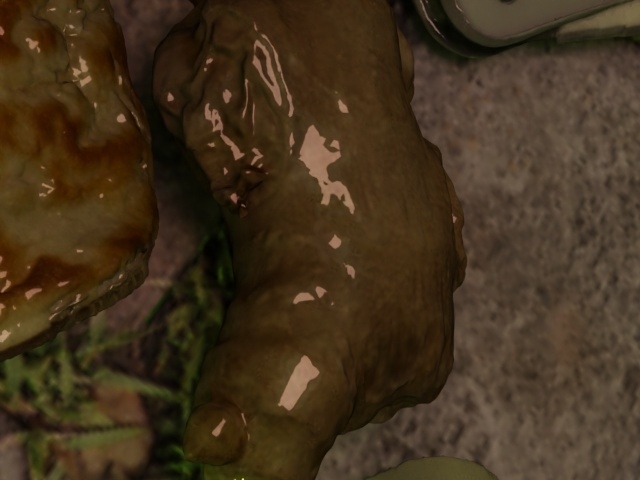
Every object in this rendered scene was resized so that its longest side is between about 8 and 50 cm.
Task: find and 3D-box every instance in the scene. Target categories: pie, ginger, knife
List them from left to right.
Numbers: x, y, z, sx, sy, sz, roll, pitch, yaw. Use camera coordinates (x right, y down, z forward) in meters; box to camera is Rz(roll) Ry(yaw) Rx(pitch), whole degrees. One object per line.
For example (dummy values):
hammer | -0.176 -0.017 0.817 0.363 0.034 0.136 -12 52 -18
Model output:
pie | -0.148 -0.035 0.604 0.205 0.084 0.179 -28 88 -35
ginger | 0.004 0.000 0.682 0.137 0.074 0.213 11 61 -34
knife | 0.153 -0.126 0.830 0.266 0.040 0.073 -14 90 -32

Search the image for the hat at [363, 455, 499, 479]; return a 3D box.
hat | 0.066 0.157 0.666 0.122 0.081 0.166 9 59 -29
